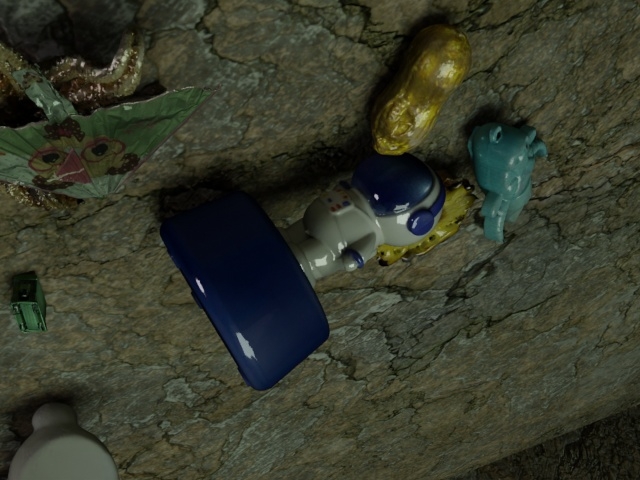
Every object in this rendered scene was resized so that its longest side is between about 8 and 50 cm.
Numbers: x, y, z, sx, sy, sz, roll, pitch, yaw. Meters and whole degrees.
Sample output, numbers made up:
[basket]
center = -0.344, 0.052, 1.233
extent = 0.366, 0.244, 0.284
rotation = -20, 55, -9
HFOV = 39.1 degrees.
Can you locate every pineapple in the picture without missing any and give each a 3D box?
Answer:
[pineapple]
center = 0.151, -0.045, 1.447
extent = 0.224, 0.076, 0.225
rotation = -23, 151, -14

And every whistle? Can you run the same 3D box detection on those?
[whistle]
center = 0.291, -0.105, 1.427
extent = 0.186, 0.093, 0.274
rotation = -61, 153, -14

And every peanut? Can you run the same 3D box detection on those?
[peanut]
center = 0.129, -0.194, 1.183
extent = 0.087, 0.087, 0.207
rotation = -4, 142, -34

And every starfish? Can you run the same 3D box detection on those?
[starfish]
center = -0.280, -0.137, 0.933
extent = 0.303, 0.113, 0.312
rotation = 7, 146, -41

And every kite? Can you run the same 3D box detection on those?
[kite]
center = -0.250, -0.096, 0.898
extent = 0.322, 0.013, 0.268
rotation = -12, 157, -5

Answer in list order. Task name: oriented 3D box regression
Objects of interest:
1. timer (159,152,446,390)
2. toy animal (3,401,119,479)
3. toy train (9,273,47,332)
[timer]
center = 0.000, 0.000, 1.257
extent = 0.383, 0.270, 0.270
rotation = -32, 152, -10
[toy animal]
center = -0.479, 0.435, 1.606
extent = 0.196, 0.241, 0.367
rotation = -1, 157, -25
[toy train]
center = -0.400, 0.088, 1.242
extent = 0.038, 0.056, 0.093
rotation = -3, 147, -7
